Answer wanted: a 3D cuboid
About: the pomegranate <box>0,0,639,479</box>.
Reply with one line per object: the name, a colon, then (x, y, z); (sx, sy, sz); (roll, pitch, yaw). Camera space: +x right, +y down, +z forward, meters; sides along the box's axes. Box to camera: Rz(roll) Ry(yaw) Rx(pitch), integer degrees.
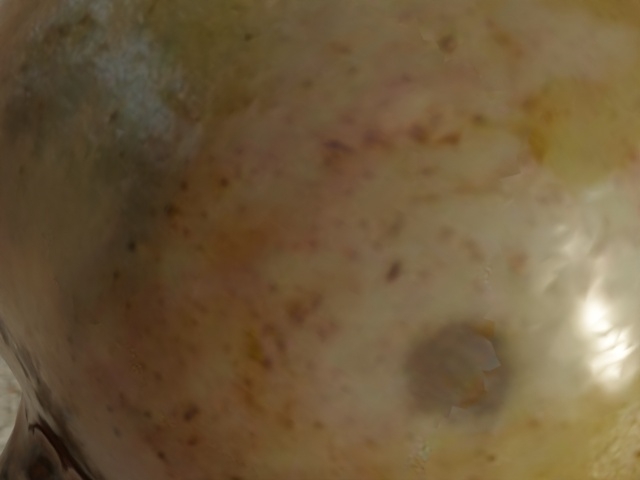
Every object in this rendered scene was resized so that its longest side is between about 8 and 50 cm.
pomegranate: (0.000, 0.000, 0.570); (0.338, 0.338, 0.338); (0, 84, 2)
